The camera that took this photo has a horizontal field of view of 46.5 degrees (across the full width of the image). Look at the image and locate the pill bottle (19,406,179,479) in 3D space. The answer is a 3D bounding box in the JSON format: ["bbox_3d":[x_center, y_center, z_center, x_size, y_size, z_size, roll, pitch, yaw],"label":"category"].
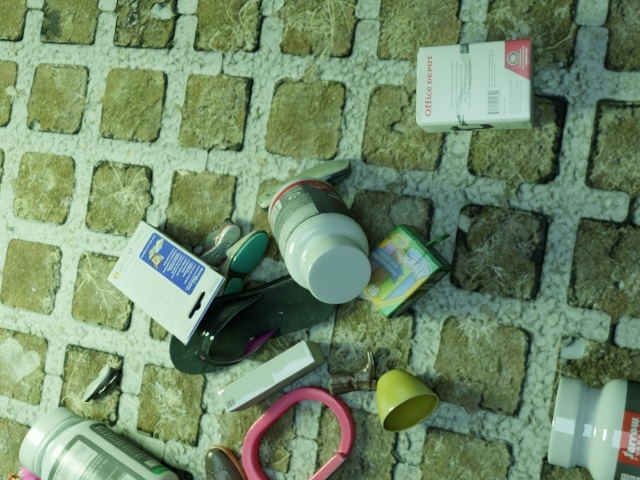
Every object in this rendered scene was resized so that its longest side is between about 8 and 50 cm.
[{"bbox_3d":[-0.541,0.569,1.817,0.361,0.204,0.204,27,96,20],"label":"pill bottle"}]

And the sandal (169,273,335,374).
[{"bbox_3d":[-0.177,0.198,1.723,0.446,0.107,0.167,-27,107,17],"label":"sandal"}]

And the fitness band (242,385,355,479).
[{"bbox_3d":[-0.052,0.469,1.722,0.291,0.054,0.209,-44,71,12],"label":"fitness band"}]

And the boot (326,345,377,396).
[{"bbox_3d":[0.067,0.295,1.679,0.114,0.037,0.106,-6,87,6],"label":"boot"}]

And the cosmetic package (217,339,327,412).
[{"bbox_3d":[-0.110,0.312,1.712,0.239,0.099,0.060,-32,70,9],"label":"cosmetic package"}]

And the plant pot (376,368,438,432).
[{"bbox_3d":[0.174,0.336,1.613,0.134,0.134,0.095,-41,49,14],"label":"plant pot"}]

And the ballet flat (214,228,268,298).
[{"bbox_3d":[-0.211,0.069,1.794,0.086,0.086,0.248,32,99,20],"label":"ballet flat"}]

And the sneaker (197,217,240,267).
[{"bbox_3d":[-0.258,0.010,1.833,0.158,0.061,0.065,-46,46,11],"label":"sneaker"}]

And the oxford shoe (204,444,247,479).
[{"bbox_3d":[-0.224,0.619,1.748,0.097,0.098,0.271,-21,80,18],"label":"oxford shoe"}]

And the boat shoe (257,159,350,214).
[{"bbox_3d":[-0.029,-0.118,1.746,0.233,0.084,0.079,-27,114,10],"label":"boat shoe"}]

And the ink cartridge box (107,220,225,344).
[{"bbox_3d":[-0.360,0.098,1.775,0.371,0.069,0.175,29,88,43],"label":"ink cartridge box"}]

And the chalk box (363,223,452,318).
[{"bbox_3d":[0.190,0.050,1.611,0.213,0.132,0.132,-46,73,11],"label":"chalk box"}]

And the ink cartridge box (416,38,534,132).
[{"bbox_3d":[0.333,-0.327,1.597,0.237,0.100,0.172,0,87,20],"label":"ink cartridge box"}]

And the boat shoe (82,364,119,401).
[{"bbox_3d":[-0.570,0.376,1.927,0.125,0.038,0.046,-51,29,10],"label":"boat shoe"}]

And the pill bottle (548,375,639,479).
[{"bbox_3d":[0.623,0.375,1.385,0.363,0.210,0.210,8,90,21],"label":"pill bottle"}]

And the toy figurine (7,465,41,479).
[{"bbox_3d":[-0.790,0.653,1.973,0.173,0.130,0.159,26,82,44],"label":"toy figurine"}]

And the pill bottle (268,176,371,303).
[{"bbox_3d":[0.000,0.000,1.576,0.176,0.318,0.176,-6,118,-12],"label":"pill bottle"}]
